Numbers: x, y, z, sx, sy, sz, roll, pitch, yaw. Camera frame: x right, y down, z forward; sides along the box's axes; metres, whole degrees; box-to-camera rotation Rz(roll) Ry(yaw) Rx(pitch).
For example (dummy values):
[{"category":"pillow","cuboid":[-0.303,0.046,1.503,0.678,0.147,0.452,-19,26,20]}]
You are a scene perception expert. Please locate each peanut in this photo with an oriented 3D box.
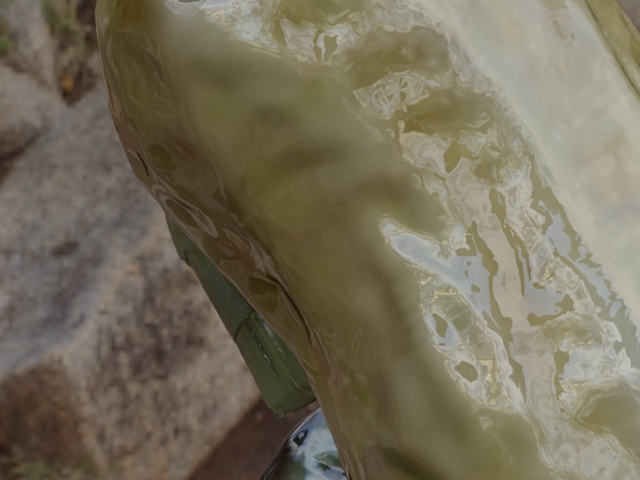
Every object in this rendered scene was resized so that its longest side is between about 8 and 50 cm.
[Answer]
[{"category":"peanut","cuboid":[0.052,0.005,0.518,0.174,0.340,0.158,-35,2,-34]}]

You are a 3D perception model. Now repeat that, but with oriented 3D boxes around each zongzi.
[{"category":"zongzi","cuboid":[0.000,0.000,0.669,0.119,0.109,0.055,-28,-6,-45]}]

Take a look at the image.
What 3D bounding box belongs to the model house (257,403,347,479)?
[{"category":"model house","cuboid":[0.179,0.231,1.047,0.339,0.297,0.360,35,42,28]}]
